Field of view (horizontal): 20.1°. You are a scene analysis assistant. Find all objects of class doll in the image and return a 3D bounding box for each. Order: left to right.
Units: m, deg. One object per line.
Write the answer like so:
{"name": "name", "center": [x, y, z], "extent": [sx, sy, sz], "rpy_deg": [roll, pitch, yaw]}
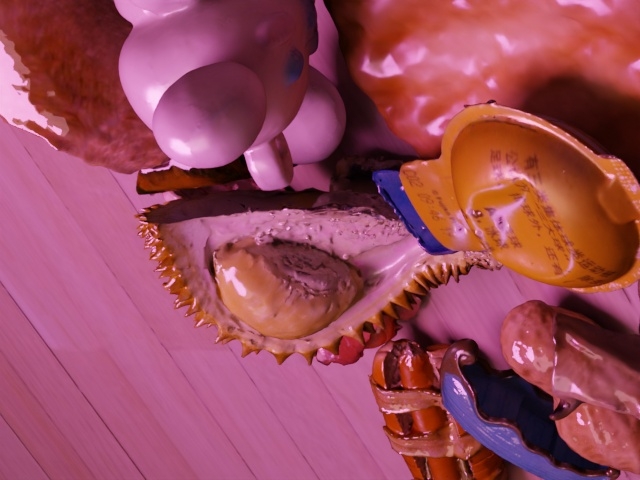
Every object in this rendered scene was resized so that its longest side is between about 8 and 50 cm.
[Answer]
{"name": "doll", "center": [-0.085, -0.212, 1.313], "extent": [0.376, 0.187, 0.365], "rpy_deg": [164, 84, -82]}

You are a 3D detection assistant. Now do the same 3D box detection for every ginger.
{"name": "ginger", "center": [-0.200, -0.182, 1.464], "extent": [0.276, 0.221, 0.130], "rpy_deg": [14, -172, -18]}

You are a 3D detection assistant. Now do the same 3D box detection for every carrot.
{"name": "carrot", "center": [-0.085, -0.088, 1.553], "extent": [0.173, 0.082, 0.082], "rpy_deg": [-10, 127, 15]}

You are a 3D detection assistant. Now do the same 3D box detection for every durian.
{"name": "durian", "center": [0.000, 0.000, 1.501], "extent": [0.306, 0.172, 0.166], "rpy_deg": [3, 143, -3]}

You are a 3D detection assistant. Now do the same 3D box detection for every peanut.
{"name": "peanut", "center": [0.226, 0.126, 1.531], "extent": [0.193, 0.089, 0.089], "rpy_deg": [50, 145, -10]}

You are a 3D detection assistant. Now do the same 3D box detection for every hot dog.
{"name": "hot dog", "center": [0.118, 0.190, 1.719], "extent": [0.109, 0.072, 0.269], "rpy_deg": [3, 133, 27]}

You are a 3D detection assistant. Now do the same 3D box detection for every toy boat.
{"name": "toy boat", "center": [0.185, 0.151, 1.594], "extent": [0.185, 0.075, 0.077], "rpy_deg": [30, 129, -3]}

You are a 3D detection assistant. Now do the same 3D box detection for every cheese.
{"name": "cheese", "center": [0.135, -0.026, 1.291], "extent": [0.270, 0.069, 0.177], "rpy_deg": [-5, 128, 55]}

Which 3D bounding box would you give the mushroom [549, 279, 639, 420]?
{"name": "mushroom", "center": [0.333, 0.087, 1.361], "extent": [0.292, 0.217, 0.212], "rpy_deg": [7, 91, 22]}

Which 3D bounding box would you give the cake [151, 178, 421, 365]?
{"name": "cake", "center": [-0.050, 0.008, 1.656], "extent": [0.287, 0.098, 0.135], "rpy_deg": [41, 147, -2]}

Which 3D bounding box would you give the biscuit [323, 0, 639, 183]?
{"name": "biscuit", "center": [0.148, -0.152, 1.273], "extent": [0.326, 0.107, 0.325], "rpy_deg": [29, 147, 21]}
